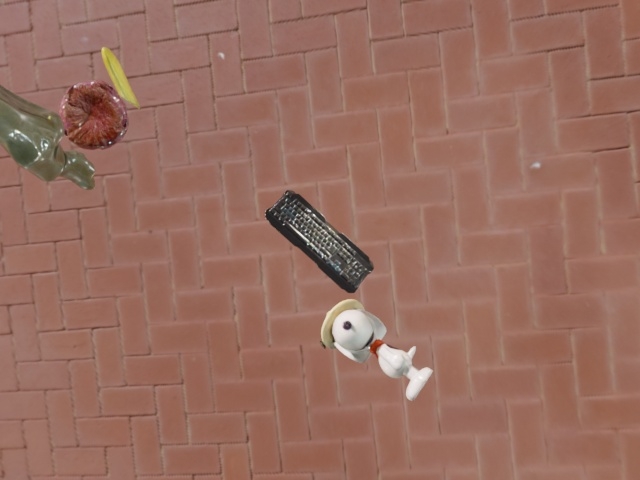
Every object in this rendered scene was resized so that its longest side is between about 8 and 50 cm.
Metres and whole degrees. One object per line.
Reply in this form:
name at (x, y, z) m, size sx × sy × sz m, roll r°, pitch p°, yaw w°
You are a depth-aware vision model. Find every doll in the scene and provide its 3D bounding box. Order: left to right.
doll at (0.124, 0.259, 1.268) m, size 0.271 × 0.208 × 0.144 m, roll 37°, pitch 87°, yaw 1°

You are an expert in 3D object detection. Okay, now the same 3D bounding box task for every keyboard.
keyboard at (0.000, 0.000, 1.181) m, size 0.262 × 0.016 × 0.106 m, roll 42°, pitch 59°, yaw 0°

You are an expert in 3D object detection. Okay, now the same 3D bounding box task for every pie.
pie at (-0.490, -0.269, 1.161) m, size 0.154 × 0.038 × 0.153 m, roll -2°, pitch 97°, yaw -13°

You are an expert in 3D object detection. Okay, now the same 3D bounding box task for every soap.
soap at (-0.503, -0.401, 1.352) m, size 0.033 × 0.089 × 0.168 m, roll -21°, pitch 115°, yaw -1°

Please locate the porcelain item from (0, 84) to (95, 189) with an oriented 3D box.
porcelain item at (-0.278, -0.102, 0.493) m, size 0.081 × 0.215 × 0.069 m, roll 38°, pitch 82°, yaw 28°
